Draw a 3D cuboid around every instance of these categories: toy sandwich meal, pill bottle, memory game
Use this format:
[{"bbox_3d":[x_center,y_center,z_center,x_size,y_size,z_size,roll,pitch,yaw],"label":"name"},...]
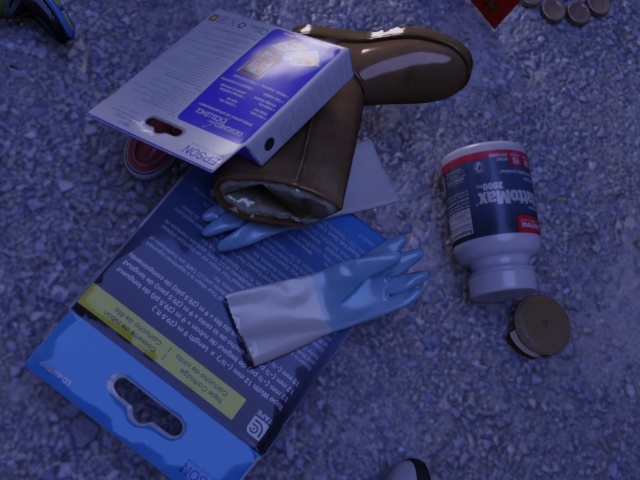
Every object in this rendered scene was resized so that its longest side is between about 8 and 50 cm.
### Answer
[{"bbox_3d":[0.272,0.109,1.150,0.085,0.029,0.086,6,68,-15],"label":"toy sandwich meal"},{"bbox_3d":[0.212,-0.021,1.129,0.107,0.108,0.180,-3,75,-16],"label":"pill bottle"},{"bbox_3d":[0.345,-0.390,1.323,0.186,0.012,0.186,4,73,-13],"label":"memory game"}]

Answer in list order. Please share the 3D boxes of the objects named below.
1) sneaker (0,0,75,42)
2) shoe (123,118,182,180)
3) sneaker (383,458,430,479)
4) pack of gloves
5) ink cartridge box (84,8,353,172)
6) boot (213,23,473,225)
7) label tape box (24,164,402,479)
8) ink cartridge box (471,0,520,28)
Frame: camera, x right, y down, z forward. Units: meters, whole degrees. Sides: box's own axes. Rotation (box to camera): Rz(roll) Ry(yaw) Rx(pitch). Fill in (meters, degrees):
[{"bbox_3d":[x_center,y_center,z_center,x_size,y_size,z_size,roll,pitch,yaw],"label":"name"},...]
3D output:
[{"bbox_3d":[-0.373,-0.283,1.081,0.188,0.067,0.078,30,90,-7],"label":"sneaker"},{"bbox_3d":[-0.169,-0.155,1.079,0.063,0.081,0.178,34,68,-3],"label":"shoe"},{"bbox_3d":[0.017,0.343,0.979,0.144,0.090,0.270,23,72,-10],"label":"sneaker"},{"bbox_3d":[0.000,0.000,0.980,0.232,0.046,0.195,-19,79,-22],"label":"pack of gloves"},{"bbox_3d":[-0.106,-0.152,0.966,0.206,0.045,0.208,26,59,36],"label":"ink cartridge box"},{"bbox_3d":[0.034,-0.123,1.004,0.236,0.089,0.270,5,46,13],"label":"boot"},{"bbox_3d":[-0.110,0.081,1.011,0.249,0.115,0.348,38,70,-2],"label":"label tape box"},{"bbox_3d":[0.173,-0.393,1.183,0.066,0.189,0.232,-32,85,-20],"label":"ink cartridge box"}]
